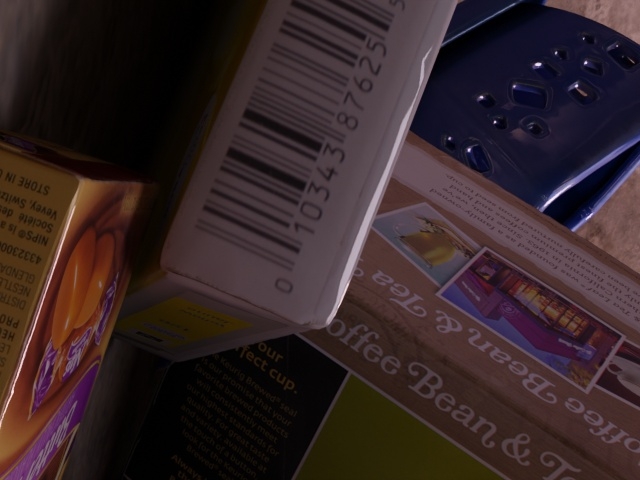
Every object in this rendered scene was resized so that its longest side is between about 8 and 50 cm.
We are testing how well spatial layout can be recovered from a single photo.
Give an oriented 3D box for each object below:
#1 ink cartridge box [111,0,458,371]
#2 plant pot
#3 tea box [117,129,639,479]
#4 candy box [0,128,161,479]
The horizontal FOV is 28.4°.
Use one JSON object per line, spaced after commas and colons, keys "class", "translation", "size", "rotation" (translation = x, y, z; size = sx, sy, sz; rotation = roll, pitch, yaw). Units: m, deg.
{"class": "ink cartridge box", "translation": [-0.015, -0.097, 0.549], "size": [0.307, 0.072, 0.303], "rotation": [-20, -132, 69]}
{"class": "plant pot", "translation": [0.169, -0.102, 1.197], "size": [0.236, 0.212, 0.236], "rotation": [-32, 163, -31]}
{"class": "tea box", "translation": [0.072, 0.158, 0.804], "size": [0.220, 0.329, 0.323], "rotation": [-36, 156, -55]}
{"class": "candy box", "translation": [-0.105, 0.062, 0.355], "size": [0.109, 0.053, 0.186], "rotation": [-31, 142, -86]}
